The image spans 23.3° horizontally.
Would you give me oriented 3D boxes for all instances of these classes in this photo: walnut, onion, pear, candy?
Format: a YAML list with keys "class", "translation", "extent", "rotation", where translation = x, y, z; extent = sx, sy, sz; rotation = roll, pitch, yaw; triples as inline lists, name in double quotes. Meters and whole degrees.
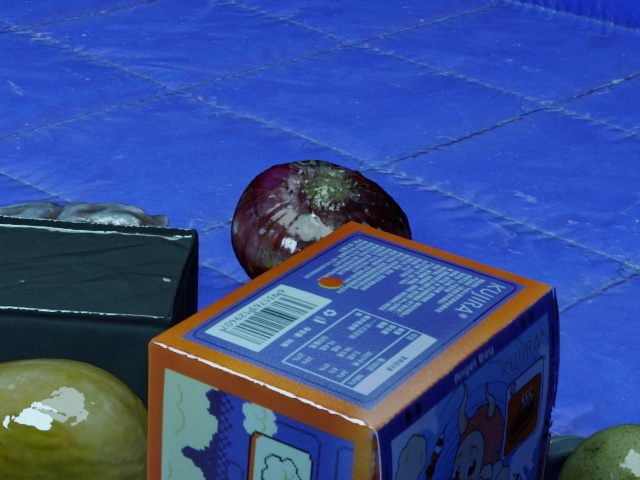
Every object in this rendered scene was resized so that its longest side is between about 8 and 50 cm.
- class: "walnut"
  translation: [-0.302, 0.213, 1.580]
  extent: [0.298, 0.203, 0.203]
  rotation: [9, 25, 20]
- class: "onion"
  translation: [0.000, 0.000, 2.100]
  extent: [0.246, 0.190, 0.246]
  rotation: [6, 44, -5]
- class: "pear"
  translation: [0.323, 0.268, 1.586]
  extent: [0.167, 0.167, 0.137]
  rotation: [-12, 16, -31]
- class: "candy"
  translation: [-0.339, 0.030, 2.024]
  extent: [0.290, 0.157, 0.214]
  rotation: [-2, 10, 4]

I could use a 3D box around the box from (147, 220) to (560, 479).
- class: "box"
  translation: [0.035, 0.204, 1.492]
  extent: [0.257, 0.318, 0.349]
  rotation: [17, 27, 29]

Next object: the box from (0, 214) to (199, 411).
- class: "box"
  translation: [-0.318, 0.112, 1.783]
  extent: [0.345, 0.204, 0.251]
  rotation: [4, 24, 1]

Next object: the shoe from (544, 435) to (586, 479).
- class: "shoe"
  translation: [0.261, 0.255, 1.679]
  extent: [0.079, 0.078, 0.195]
  rotation: [-8, -14, 24]
